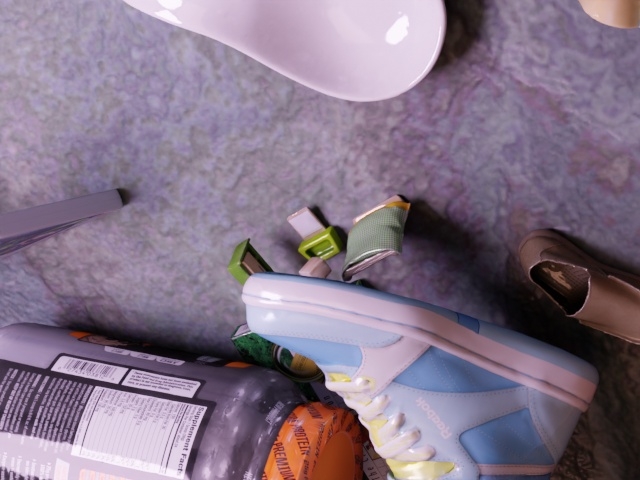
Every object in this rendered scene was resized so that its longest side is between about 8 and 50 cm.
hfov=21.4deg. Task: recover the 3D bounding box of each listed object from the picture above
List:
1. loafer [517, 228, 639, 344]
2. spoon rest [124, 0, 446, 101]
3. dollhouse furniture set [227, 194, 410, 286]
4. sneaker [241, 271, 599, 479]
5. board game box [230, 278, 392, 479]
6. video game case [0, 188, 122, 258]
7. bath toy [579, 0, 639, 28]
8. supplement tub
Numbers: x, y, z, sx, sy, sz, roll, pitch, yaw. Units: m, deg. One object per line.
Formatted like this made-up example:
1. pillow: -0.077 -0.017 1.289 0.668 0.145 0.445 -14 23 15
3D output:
1. loafer: 0.225 0.047 1.394 0.148 0.050 0.056 28 123 2
2. spoon rest: -0.037 -0.186 1.333 0.276 0.084 0.137 13 121 12
3. dollhouse furniture set: 0.000 0.000 1.424 0.151 0.076 0.058 -29 114 28
4. sneaker: 0.064 0.153 1.364 0.319 0.127 0.208 19 86 -19
5. board game box: 0.040 0.166 1.534 0.136 0.030 0.260 -22 109 29
6. video game case: -0.288 0.004 1.458 0.173 0.190 0.022 -21 89 27
7. bath toy: 0.247 -0.319 1.150 0.129 0.151 0.348 43 136 44
8. supplement tub: -0.147 0.196 1.484 0.338 0.207 0.207 10 120 21
